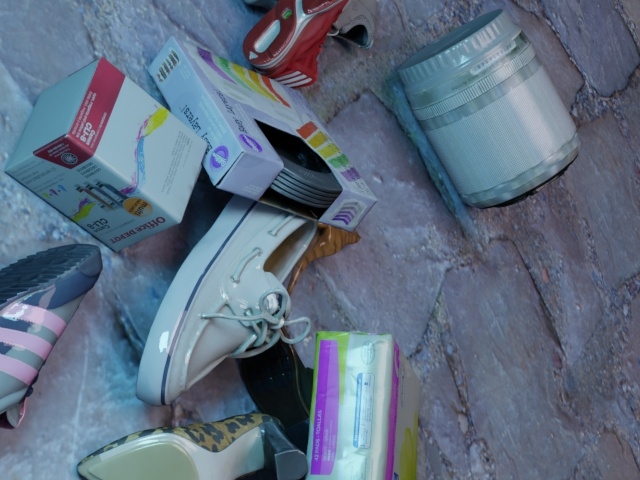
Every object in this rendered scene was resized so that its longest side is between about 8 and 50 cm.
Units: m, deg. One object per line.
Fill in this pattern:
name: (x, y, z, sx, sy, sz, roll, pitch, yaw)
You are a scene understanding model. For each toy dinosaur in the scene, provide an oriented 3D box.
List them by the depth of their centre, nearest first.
toy dinosaur: (0.000, 0.000, 1.744, 0.211, 0.064, 0.112, -32, 99, -50)

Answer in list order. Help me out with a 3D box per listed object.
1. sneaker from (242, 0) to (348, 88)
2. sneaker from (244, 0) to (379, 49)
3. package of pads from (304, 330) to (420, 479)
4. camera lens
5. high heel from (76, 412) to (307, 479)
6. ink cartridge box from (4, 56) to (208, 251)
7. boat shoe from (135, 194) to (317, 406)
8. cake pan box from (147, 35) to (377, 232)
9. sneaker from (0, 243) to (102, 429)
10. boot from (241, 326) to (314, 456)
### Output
sneaker: (-0.015, -0.309, 1.795, 0.087, 0.221, 0.128, 44, -8, 25)
sneaker: (-0.002, -0.347, 1.863, 0.281, 0.105, 0.115, -2, 82, -46)
package of pads: (0.056, 0.244, 1.563, 0.296, 0.101, 0.229, 58, 35, -68)
camera lens: (0.275, -0.206, 2.023, 0.274, 0.219, 0.219, 59, 40, -12)
high heel: (-0.159, 0.249, 1.468, 0.261, 0.186, 0.093, 1, 94, -15)
ink cartridge box: (-0.245, -0.096, 1.456, 0.176, 0.128, 0.127, 38, 48, -31)
boat shoe: (-0.087, 0.077, 1.520, 0.156, 0.136, 0.367, 19, 40, 10)
cake pan box: (-0.075, -0.133, 1.622, 0.245, 0.070, 0.267, 17, 30, -41)
sneaker: (-0.330, 0.118, 1.304, 0.319, 0.112, 0.131, -44, 124, -46)
boot: (-0.037, 0.186, 1.627, 0.106, 0.082, 0.219, -11, 84, -68)
